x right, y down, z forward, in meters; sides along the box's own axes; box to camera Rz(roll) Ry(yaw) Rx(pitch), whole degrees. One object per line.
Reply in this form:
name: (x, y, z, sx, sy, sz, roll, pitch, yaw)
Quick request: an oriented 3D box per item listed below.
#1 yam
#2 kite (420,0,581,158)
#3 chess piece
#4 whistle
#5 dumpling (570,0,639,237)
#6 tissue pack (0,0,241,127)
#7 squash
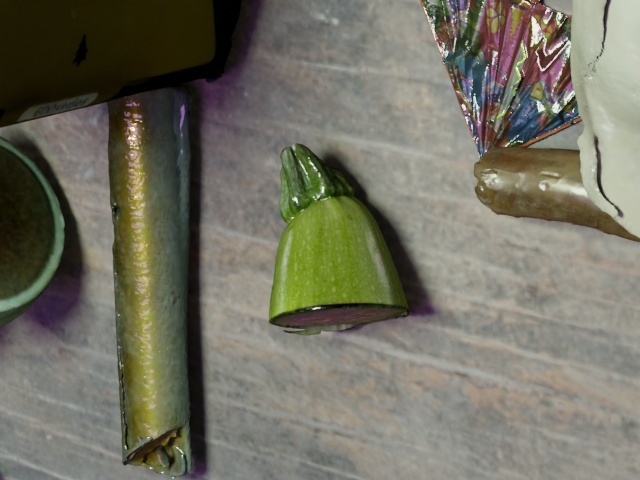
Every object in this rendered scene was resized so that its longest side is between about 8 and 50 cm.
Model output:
yam: (0.212, -0.025, 1.149, 0.241, 0.057, 0.057, 11, 108, 31)
kite: (0.130, -0.139, 1.202, 0.232, 0.009, 0.189, 27, 116, 27)
chess piece: (-0.359, 0.026, 1.522, 0.298, 0.175, 0.176, -29, 84, 48)
whistle: (-0.135, 0.034, 1.405, 0.068, 0.057, 0.326, 9, 107, 33)
dumpling: (0.276, -0.152, 0.999, 0.260, 0.181, 0.341, 18, 90, 21)
tissue pack: (-0.243, -0.227, 1.191, 0.253, 0.416, 0.264, 25, 115, 28)
squash: (0.008, -0.004, 1.288, 0.105, 0.105, 0.132, -15, 74, 37)
